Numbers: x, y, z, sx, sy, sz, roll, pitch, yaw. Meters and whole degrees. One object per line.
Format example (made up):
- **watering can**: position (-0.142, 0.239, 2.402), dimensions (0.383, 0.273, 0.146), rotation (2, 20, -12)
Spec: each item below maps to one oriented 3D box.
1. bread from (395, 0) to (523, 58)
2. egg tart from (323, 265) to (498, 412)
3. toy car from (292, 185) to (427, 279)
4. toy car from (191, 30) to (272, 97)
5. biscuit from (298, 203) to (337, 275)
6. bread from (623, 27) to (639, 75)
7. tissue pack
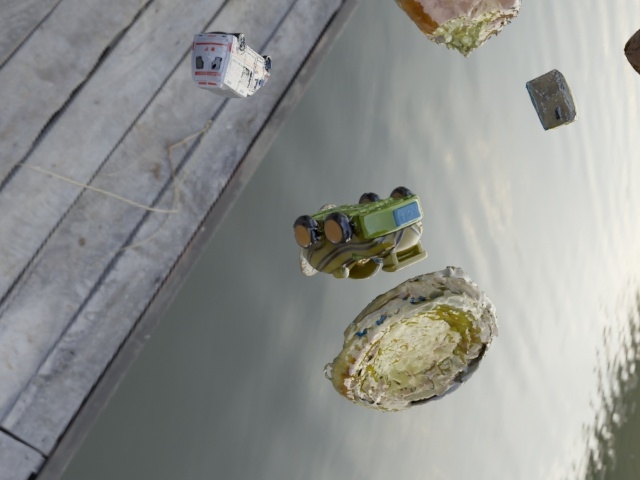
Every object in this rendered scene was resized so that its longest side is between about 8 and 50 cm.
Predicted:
- **bread**: position (0.224, -0.432, 1.237), dimensions (0.250, 0.133, 0.179), rotation (26, 115, -37)
- **egg tart**: position (0.127, 0.147, 1.095), dimensions (0.291, 0.107, 0.290), rotation (-13, 132, -16)
- **toy car**: position (0.074, -0.002, 1.287), dimensions (0.200, 0.248, 0.142), rotation (-21, 99, -37)
- **toy car**: position (-0.165, -0.319, 1.376), dimensions (0.210, 0.090, 0.108), rotation (10, 85, -72)
- **biscuit**: position (-0.001, 0.000, 1.982), dimensions (0.220, 0.033, 0.219), rotation (-51, 153, -39)
- **bread**: position (0.426, -0.220, 0.823), dimensions (0.126, 0.129, 0.044), rotation (65, 3, 26)
- **tissue pack**: position (0.508, -0.302, 1.579), dimensions (0.119, 0.082, 0.169), rotation (69, 22, 0)
